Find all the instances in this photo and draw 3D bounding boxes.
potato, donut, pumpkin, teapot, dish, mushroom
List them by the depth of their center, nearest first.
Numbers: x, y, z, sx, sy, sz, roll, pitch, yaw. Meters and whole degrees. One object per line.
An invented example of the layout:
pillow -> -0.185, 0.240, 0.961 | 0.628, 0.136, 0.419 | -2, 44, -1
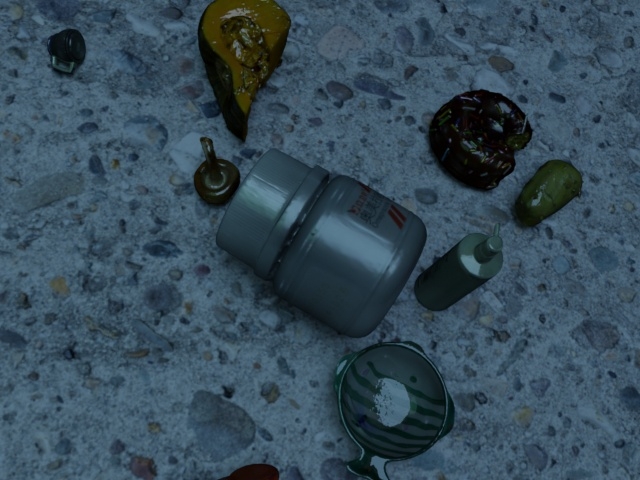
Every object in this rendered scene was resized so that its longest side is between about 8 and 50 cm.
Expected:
dish -> 0.112, 0.294, 1.013 | 0.224, 0.078, 0.246 | 26, 65, -1
mushroom -> -0.201, -0.136, 1.109 | 0.088, 0.073, 0.129 | -10, 106, -1
teapot -> -0.505, -0.373, 1.152 | 0.057, 0.066, 0.087 | 5, 90, 10
pumpkin -> -0.131, -0.356, 1.181 | 0.190, 0.139, 0.280 | -20, 76, -18
potato -> 0.485, -0.103, 1.248 | 0.188, 0.085, 0.105 | -42, 105, -19
donut -> 0.350, -0.233, 1.259 | 0.230, 0.096, 0.216 | -38, 81, -22

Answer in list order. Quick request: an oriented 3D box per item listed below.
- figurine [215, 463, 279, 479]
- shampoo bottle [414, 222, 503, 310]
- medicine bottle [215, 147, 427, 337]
figurine -> -0.126, 0.435, 0.861 | 0.173, 0.173, 0.173 | 4, 69, -11
shampoo bottle -> 0.250, 0.053, 1.036 | 0.085, 0.262, 0.085 | 4, 68, -11
medicine bottle -> 0.000, 0.000, 1.012 | 0.306, 0.245, 0.245 | 30, 66, 1
